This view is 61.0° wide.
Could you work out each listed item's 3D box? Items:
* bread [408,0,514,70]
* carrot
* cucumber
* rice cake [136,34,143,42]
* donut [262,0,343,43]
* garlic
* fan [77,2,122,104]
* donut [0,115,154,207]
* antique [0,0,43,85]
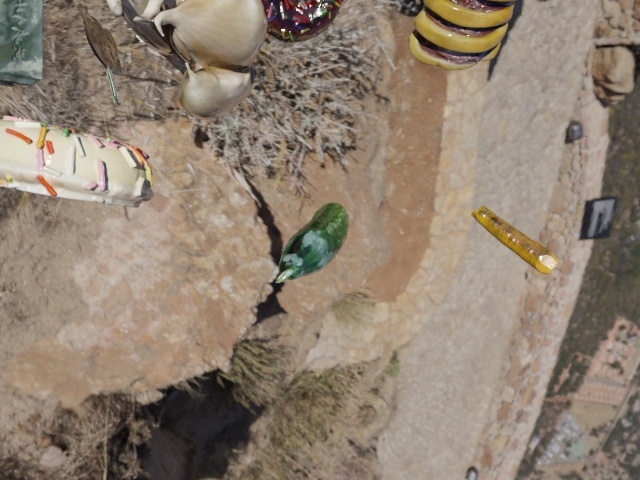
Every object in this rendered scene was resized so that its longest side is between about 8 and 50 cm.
[{"bbox_3d":[0.211,-0.344,0.755,0.134,0.081,0.225,16,131,2],"label":"bread"},{"bbox_3d":[0.341,-0.005,0.960,0.042,0.170,0.042,-36,154,-21],"label":"carrot"},{"bbox_3d":[0.000,0.000,0.430,0.155,0.037,0.037,-52,145,-65],"label":"cucumber"},{"bbox_3d":[-0.379,-0.525,1.530,0.290,0.051,0.081,29,49,-14],"label":"rice cake"},{"bbox_3d":[-0.054,-0.546,1.161,0.235,0.089,0.235,-5,112,-12],"label":"donut"},{"bbox_3d":[-0.160,-0.246,0.580,0.210,0.292,0.238,-1,87,-2],"label":"garlic"},{"bbox_3d":[-0.464,-0.391,1.178,0.008,0.227,0.152,-20,166,5],"label":"fan"},{"bbox_3d":[-0.545,-0.165,1.163,0.382,0.382,0.143,8,93,-37],"label":"donut"},{"bbox_3d":[-0.525,-0.352,0.903,0.088,0.086,0.183,-11,108,-59],"label":"antique"}]
